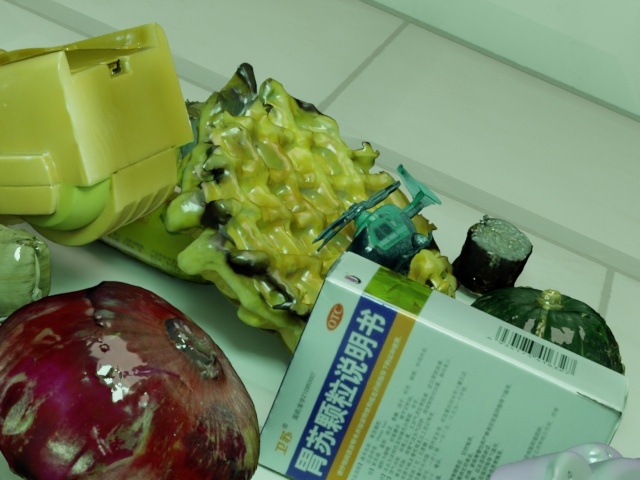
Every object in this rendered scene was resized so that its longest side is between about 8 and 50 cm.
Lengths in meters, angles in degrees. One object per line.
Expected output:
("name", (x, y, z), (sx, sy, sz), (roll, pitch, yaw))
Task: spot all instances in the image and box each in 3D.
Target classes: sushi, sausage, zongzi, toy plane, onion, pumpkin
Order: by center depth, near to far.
("onion", (-0.161, 0.138, 1.563), (0.246, 0.190, 0.246), (37, 16, -13))
("zongzi", (-0.331, 0.024, 1.776), (0.194, 0.099, 0.197), (3, 5, 11))
("toy plane", (0.073, -0.012, 2.029), (0.096, 0.060, 0.235), (40, 33, 8))
("pumpkin", (0.241, 0.126, 2.098), (0.190, 0.146, 0.190), (30, 12, -7))
("sausage", (-0.216, -0.052, 2.103), (0.347, 0.123, 0.123), (24, 19, 7))
("sushi", (0.221, 0.026, 2.447), (0.090, 0.078, 0.150), (31, 19, 5))

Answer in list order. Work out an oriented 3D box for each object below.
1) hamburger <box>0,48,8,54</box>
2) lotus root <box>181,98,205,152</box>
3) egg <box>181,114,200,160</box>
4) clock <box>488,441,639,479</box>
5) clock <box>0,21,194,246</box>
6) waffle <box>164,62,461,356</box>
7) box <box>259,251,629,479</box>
("hamburger", (-0.403, -0.166, 2.213), (0.162, 0.115, 0.162), (18, 19, -6))
("lotus root", (-0.136, -0.121, 2.460), (0.144, 0.070, 0.143), (24, 25, -8))
("egg", (-0.060, -0.077, 2.271), (0.236, 0.169, 0.169), (30, 21, 20))
("clock", (0.246, 0.285, 1.602), (0.090, 0.228, 0.248), (-16, -9, 33))
("clock", (-0.316, -0.100, 1.911), (0.317, 0.200, 0.244), (-2, 11, 27))
("waffle", (0.000, 0.000, 2.048), (0.379, 0.095, 0.382), (40, 34, -14))
("box", (0.112, 0.167, 1.767), (0.299, 0.200, 0.106), (25, 18, 6))
